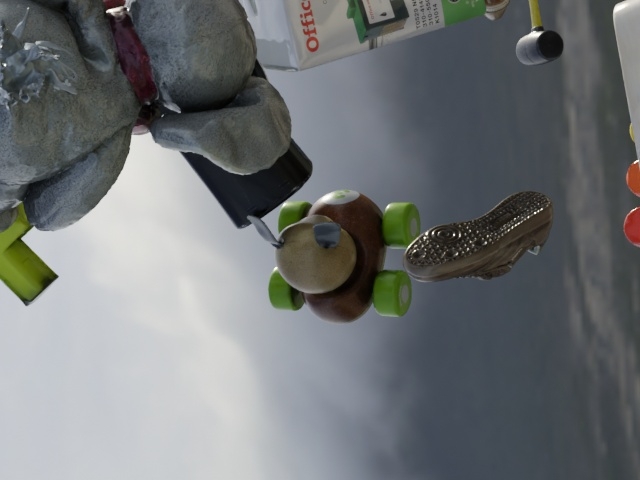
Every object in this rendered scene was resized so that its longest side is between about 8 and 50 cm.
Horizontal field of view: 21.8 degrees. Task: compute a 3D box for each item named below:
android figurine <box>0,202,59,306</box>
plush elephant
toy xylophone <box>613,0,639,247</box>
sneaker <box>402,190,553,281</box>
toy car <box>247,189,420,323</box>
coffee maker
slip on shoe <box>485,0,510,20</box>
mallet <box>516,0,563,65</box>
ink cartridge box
[{"bbox_3d":[-0.379,-0.020,1.542,0.273,0.248,0.056,44,-169,-1],"label":"android figurine"},{"bbox_3d":[-0.172,-0.152,1.361,0.330,0.255,0.272,6,107,66],"label":"plush elephant"},{"bbox_3d":[0.386,-0.135,1.572,0.081,0.236,0.323,31,-125,-49],"label":"toy xylophone"},{"bbox_3d":[0.164,0.015,1.672,0.066,0.188,0.071,35,138,43],"label":"sneaker"},{"bbox_3d":[0.000,0.000,1.775,0.188,0.155,0.149,37,-122,-62],"label":"toy car"},{"bbox_3d":[-0.104,-0.104,1.747,0.178,0.120,0.171,51,-148,-11],"label":"coffee maker"},{"bbox_3d":[0.174,-0.301,1.806,0.041,0.051,0.135,62,-171,-67],"label":"slip on shoe"},{"bbox_3d":[0.243,-0.297,1.955,0.062,0.039,0.190,154,106,-71],"label":"mallet"},{"bbox_3d":[0.036,-0.269,1.637,0.092,0.219,0.160,19,126,62],"label":"ink cartridge box"}]
